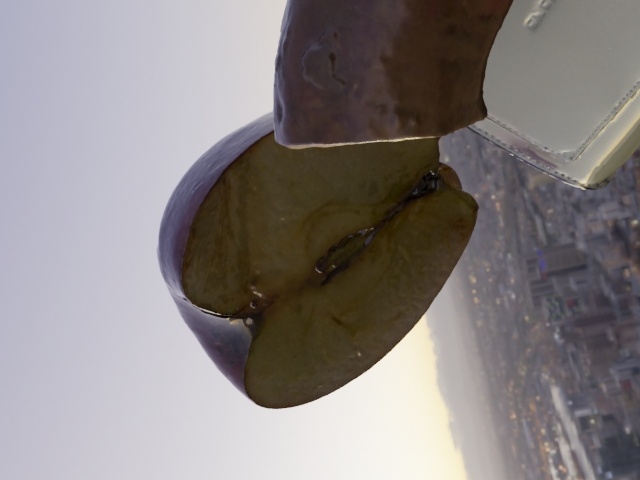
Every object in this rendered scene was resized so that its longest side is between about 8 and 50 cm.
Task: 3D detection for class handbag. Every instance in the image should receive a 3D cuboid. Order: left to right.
[{"bbox_3d":[0.253,-0.227,0.701,0.160,0.237,0.358,-51,-5,-36],"label":"handbag"}]

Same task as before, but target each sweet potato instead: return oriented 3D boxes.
[{"bbox_3d":[0.052,-0.207,0.415,0.131,0.131,0.336,-83,0,-70],"label":"sweet potato"}]

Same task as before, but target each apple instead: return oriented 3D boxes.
[{"bbox_3d":[0.000,0.000,0.934,0.295,0.365,0.329,50,174,8],"label":"apple"}]
